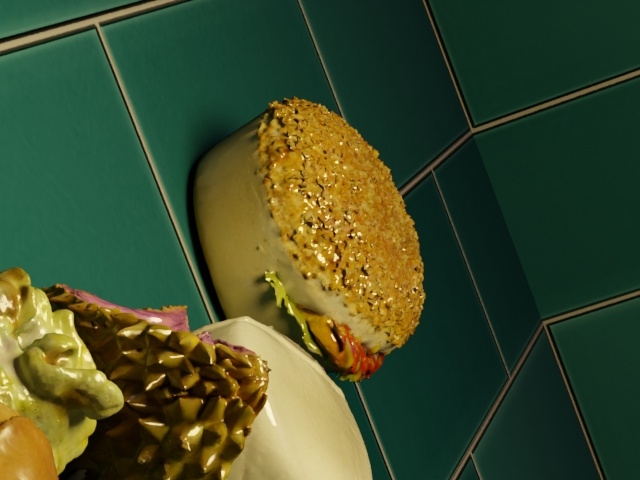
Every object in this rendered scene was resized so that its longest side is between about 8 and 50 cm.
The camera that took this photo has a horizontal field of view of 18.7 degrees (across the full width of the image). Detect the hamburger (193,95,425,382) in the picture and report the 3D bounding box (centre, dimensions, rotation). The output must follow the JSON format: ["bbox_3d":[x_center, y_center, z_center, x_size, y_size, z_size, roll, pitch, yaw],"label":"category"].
[{"bbox_3d":[0.000,0.000,1.940,0.276,0.179,0.294,0,72,-70],"label":"hamburger"}]

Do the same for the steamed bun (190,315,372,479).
[{"bbox_3d":[-0.053,0.185,1.650,0.242,0.146,0.164,46,26,-52],"label":"steamed bun"}]

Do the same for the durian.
[{"bbox_3d":[-0.139,0.121,1.448,0.260,0.153,0.186,164,-67,-66],"label":"durian"}]

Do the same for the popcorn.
[{"bbox_3d":[-0.215,0.102,1.322,0.135,0.162,0.141,104,8,-61],"label":"popcorn"}]

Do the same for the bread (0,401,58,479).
[{"bbox_3d":[-0.221,0.231,1.029,0.344,0.149,0.195,-80,-178,-55],"label":"bread"}]
